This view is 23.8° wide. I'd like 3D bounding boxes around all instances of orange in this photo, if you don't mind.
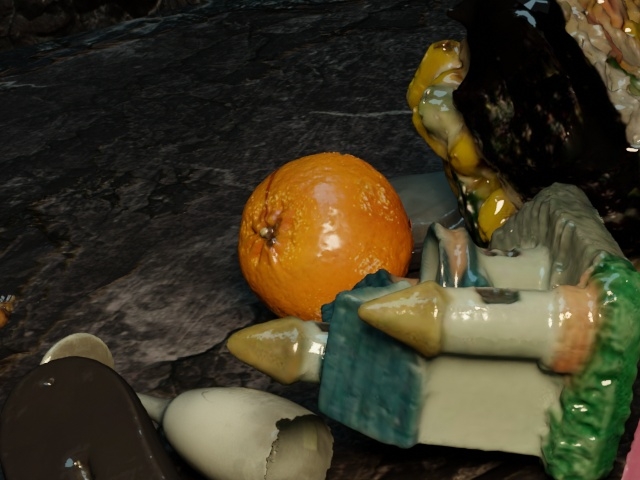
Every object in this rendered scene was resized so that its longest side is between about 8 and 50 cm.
[{"bbox_3d":[0.000,0.000,1.611,0.193,0.193,0.161,12,-13,43],"label":"orange"}]

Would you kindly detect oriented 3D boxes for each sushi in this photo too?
[{"bbox_3d":[0.235,-0.110,1.570,0.285,0.328,0.329,-37,-14,30],"label":"sushi"}]

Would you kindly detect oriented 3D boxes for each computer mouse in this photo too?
[{"bbox_3d":[-0.187,0.209,1.275,0.137,0.086,0.269,-29,42,-4],"label":"computer mouse"}]

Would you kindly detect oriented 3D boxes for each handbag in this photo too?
[{"bbox_3d":[0.149,-0.031,1.803,0.332,0.075,0.191,-10,24,-13],"label":"handbag"}]

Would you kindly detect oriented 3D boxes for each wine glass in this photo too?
[{"bbox_3d":[-0.072,0.125,1.429,0.309,0.096,0.264,12,33,41],"label":"wine glass"}]

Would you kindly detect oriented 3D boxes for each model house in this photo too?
[{"bbox_3d":[0.084,0.066,1.313,0.325,0.194,0.267,4,21,-7],"label":"model house"}]

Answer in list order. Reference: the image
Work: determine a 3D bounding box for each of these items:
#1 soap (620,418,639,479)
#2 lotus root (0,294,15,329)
[{"bbox_3d":[0.416,0.144,1.052,0.359,0.128,0.233,7,62,36],"label":"soap"},{"bbox_3d":[-0.409,0.104,1.594,0.221,0.125,0.118,-24,-15,-28],"label":"lotus root"}]
